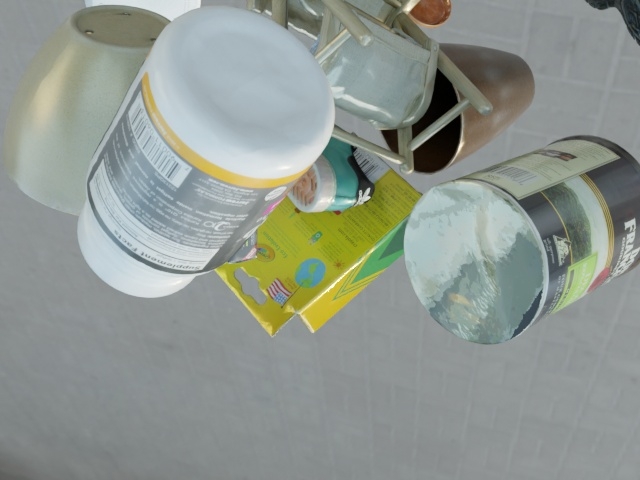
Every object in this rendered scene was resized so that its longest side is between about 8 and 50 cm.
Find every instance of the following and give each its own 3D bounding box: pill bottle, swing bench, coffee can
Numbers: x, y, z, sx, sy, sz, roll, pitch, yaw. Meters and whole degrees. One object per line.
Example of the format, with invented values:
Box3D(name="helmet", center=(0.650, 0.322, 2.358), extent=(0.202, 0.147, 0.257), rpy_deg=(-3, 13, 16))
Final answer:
Box3D(name="pill bottle", center=(-0.116, -0.065, 0.883), extent=(0.162, 0.162, 0.278), rpy_deg=(28, 142, -14))
Box3D(name="swing bench", center=(0.053, -0.255, 1.249), extent=(0.253, 0.255, 0.165), rpy_deg=(18, 136, -43))
Box3D(name="coffee can", center=(0.267, -0.008, 1.241), extent=(0.201, 0.275, 0.202), rpy_deg=(19, 118, 40))

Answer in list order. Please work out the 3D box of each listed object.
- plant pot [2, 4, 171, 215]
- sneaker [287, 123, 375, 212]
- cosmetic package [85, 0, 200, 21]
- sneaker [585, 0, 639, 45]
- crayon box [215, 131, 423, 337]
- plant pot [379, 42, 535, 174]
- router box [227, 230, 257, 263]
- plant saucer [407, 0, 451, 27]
Box3D(name="plant pot", center=(-0.251, -0.182, 1.241), extent=(0.284, 0.284, 0.191), rpy_deg=(16, 123, 5))
Box3D(name="sneaker", center=(-0.021, -0.149, 1.534), extent=(0.121, 0.302, 0.108), rpy_deg=(2, 132, -34))
Box3D(name="cosmetic package", center=(-0.362, -0.545, 2.008), extent=(0.224, 0.138, 0.224), rpy_deg=(-5, 139, -16))
Box3D(name="sneaker", center=(0.484, -0.370, 1.437), extent=(0.130, 0.286, 0.109), rpy_deg=(-25, 134, -1))
Box3D(name="crayon box", center=(0.000, 0.000, 1.572), extent=(0.202, 0.318, 0.081), rpy_deg=(47, 175, 35))
Box3D(name="plant pot", center=(0.243, -0.243, 1.664), extent=(0.215, 0.230, 0.215), rpy_deg=(31, 131, 44))
Box3D(name="router box", center=(-0.108, -0.047, 1.166), extent=(0.038, 0.092, 0.123), rpy_deg=(-12, 124, -25))
Box3D(name="plant saucer", center=(0.156, -0.354, 1.477), extent=(0.083, 0.084, 0.013), rpy_deg=(26, 153, -12))
